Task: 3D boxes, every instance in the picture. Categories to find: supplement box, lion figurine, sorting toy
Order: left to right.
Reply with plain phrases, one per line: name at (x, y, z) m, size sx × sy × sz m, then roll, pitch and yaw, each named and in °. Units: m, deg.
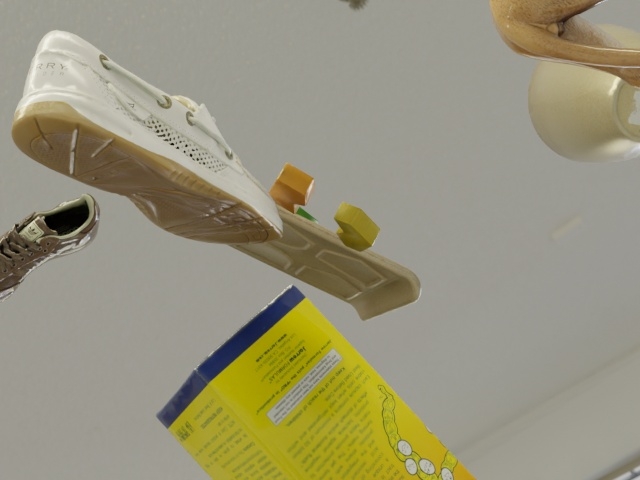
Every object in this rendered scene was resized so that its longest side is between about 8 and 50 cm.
supplement box at (-0.009, 0.273, 1.002) m, size 0.195 × 0.356 × 0.194 m, roll -40°, pitch -5°, yaw -39°
sorting toy at (0.000, 0.000, 0.819) m, size 0.229 × 0.041 × 0.307 m, roll 30°, pitch -18°, yaw -6°
lion figurine at (0.212, -0.267, 0.708) m, size 0.240 × 0.392 × 0.142 m, roll 1°, pitch -48°, yaw 5°

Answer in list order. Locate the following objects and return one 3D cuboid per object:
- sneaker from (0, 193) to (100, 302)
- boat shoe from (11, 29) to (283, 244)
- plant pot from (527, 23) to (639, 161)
sneaker at (-0.317, 0.003, 0.804) m, size 0.188 × 0.066 × 0.071 m, roll -39°, pitch -11°, yaw -39°
boat shoe at (-0.113, -0.072, 0.605) m, size 0.098 × 0.096 × 0.277 m, roll -10°, pitch -23°, yaw 25°
plant pot at (0.514, -0.240, 1.293) m, size 0.257 × 0.274 × 0.256 m, roll 0°, pitch -76°, yaw 1°
